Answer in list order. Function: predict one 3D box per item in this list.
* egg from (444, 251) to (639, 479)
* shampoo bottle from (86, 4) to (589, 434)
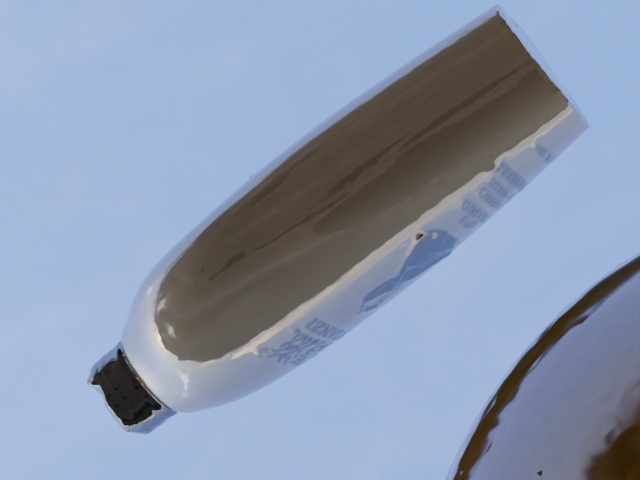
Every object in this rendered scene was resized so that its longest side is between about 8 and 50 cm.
[{"bbox_3d":[0.170,0.121,0.446,0.283,0.351,0.282,0,-90,34],"label":"egg"},{"bbox_3d":[0.000,0.000,0.723,0.257,0.127,0.078,-37,-111,13],"label":"shampoo bottle"}]
